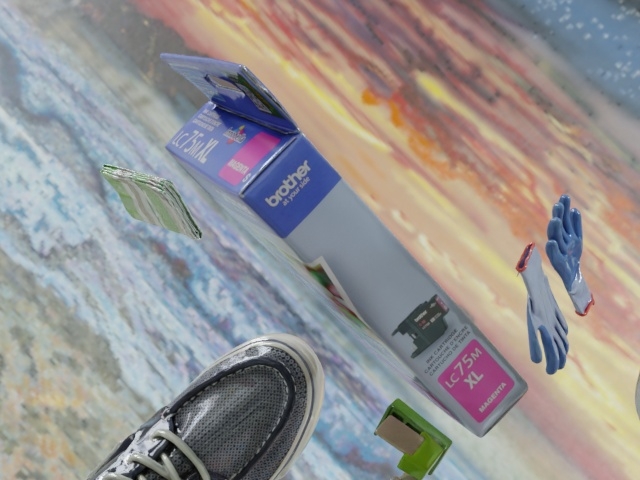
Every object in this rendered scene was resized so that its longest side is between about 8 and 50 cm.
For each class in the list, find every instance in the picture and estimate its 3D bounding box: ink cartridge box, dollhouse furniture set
[{"bbox_3d":[0.000,0.000,0.624,0.311,0.065,0.186,49,-8,-27],"label":"ink cartridge box"},{"bbox_3d":[0.041,0.182,0.664,0.058,0.152,0.076,34,-52,17],"label":"dollhouse furniture set"}]

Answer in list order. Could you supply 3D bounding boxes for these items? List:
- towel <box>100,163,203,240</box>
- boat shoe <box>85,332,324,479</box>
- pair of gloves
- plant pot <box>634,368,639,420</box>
[{"bbox_3d":[-0.244,-0.052,1.257,0.152,0.023,0.113,15,-36,38],"label":"towel"},{"bbox_3d":[-0.139,0.221,0.771,0.127,0.340,0.158,44,11,12],"label":"boat shoe"},{"bbox_3d":[0.270,0.051,0.994,0.023,0.198,0.159,-3,-57,37],"label":"pair of gloves"},{"bbox_3d":[0.330,0.046,0.557,0.256,0.256,0.274,44,-45,23],"label":"plant pot"}]
